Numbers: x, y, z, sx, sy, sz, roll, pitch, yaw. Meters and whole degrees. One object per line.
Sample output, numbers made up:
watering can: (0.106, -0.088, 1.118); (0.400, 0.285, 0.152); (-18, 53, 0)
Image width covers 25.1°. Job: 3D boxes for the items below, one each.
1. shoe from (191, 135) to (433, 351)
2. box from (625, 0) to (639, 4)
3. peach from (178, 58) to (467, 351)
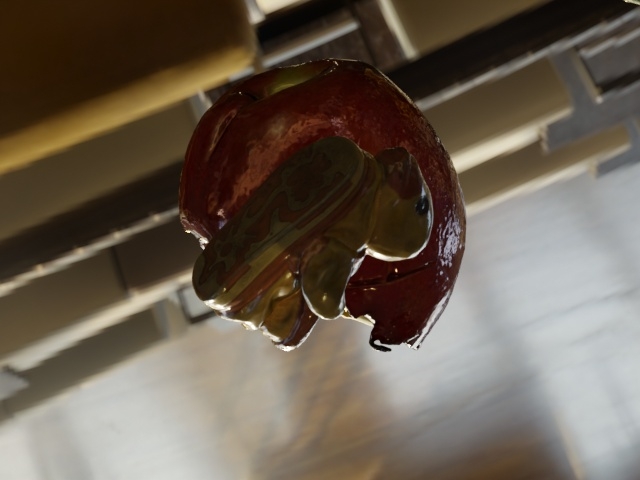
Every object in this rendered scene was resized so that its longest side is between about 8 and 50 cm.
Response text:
shoe: (-0.003, 0.000, 0.651); (0.109, 0.072, 0.069); (-49, 127, -7)
box: (0.064, -0.212, 0.512); (0.178, 0.274, 0.138); (-54, 140, -2)
peach: (0.004, -0.012, 1.041); (0.190, 0.226, 0.196); (-7, -159, 29)
